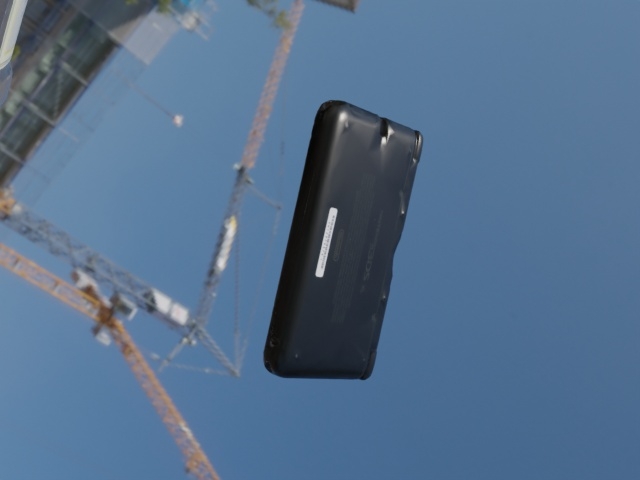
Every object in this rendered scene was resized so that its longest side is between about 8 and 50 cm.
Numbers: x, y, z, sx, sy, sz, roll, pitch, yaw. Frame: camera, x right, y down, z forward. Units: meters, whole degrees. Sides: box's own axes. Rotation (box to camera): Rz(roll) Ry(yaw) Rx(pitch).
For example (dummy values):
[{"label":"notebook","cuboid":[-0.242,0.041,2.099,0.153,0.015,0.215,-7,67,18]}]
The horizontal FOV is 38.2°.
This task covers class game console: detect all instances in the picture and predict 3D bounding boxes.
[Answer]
[{"label":"game console","cuboid":[0.000,0.000,0.447,0.071,0.107,0.122,12,-89,39]}]

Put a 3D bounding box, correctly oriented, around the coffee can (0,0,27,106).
[{"label":"coffee can","cuboid":[-0.197,-0.213,0.383,0.275,0.201,0.201,-66,-153,20]}]
